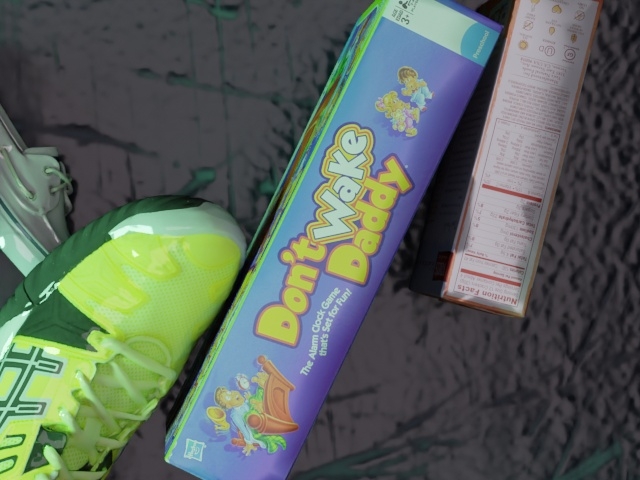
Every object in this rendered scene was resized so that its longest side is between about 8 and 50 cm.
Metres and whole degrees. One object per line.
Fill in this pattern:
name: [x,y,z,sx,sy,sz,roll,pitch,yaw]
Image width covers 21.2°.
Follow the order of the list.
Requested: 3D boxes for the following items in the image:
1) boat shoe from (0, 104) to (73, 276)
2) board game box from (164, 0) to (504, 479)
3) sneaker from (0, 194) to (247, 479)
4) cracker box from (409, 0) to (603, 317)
boat shoe: [-0.221,-0.042,1.258,0.076,0.083,0.226,-39,92,-3]
board game box: [0.000,0.000,1.203,0.078,0.233,0.347,26,88,-5]
sneaker: [-0.180,0.133,1.197,0.385,0.147,0.145,-47,135,10]
cracker box: [0.133,-0.064,1.253,0.067,0.156,0.232,15,89,-5]
